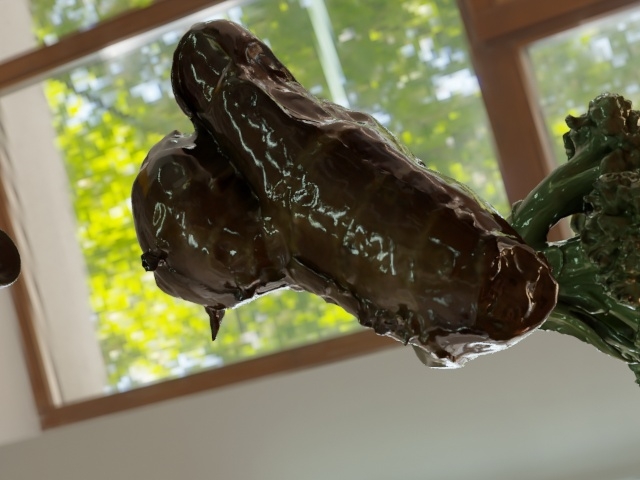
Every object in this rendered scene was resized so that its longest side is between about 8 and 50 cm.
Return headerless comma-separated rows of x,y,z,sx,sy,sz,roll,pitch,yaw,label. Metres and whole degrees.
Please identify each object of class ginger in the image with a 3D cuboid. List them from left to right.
0.000,0.000,1.383,0.254,0.418,0.176,-63,-22,12,ginger

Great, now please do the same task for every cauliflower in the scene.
0.289,0.013,1.625,0.260,0.281,0.327,-18,-77,-57,cauliflower

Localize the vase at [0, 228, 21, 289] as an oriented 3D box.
-0.300,0.027,1.332,0.053,0.100,0.053,31,-132,-43,vase
